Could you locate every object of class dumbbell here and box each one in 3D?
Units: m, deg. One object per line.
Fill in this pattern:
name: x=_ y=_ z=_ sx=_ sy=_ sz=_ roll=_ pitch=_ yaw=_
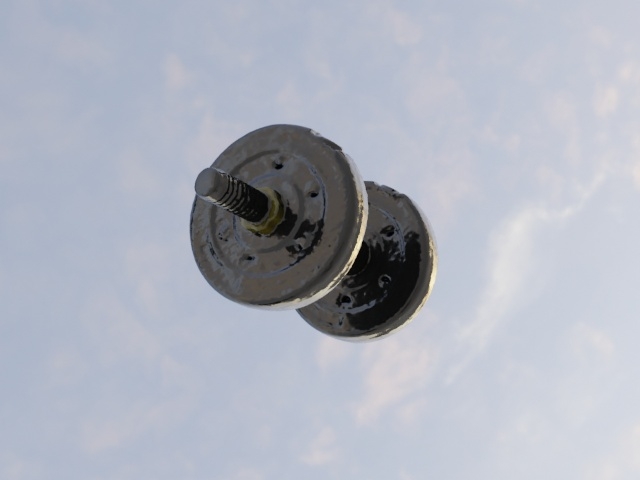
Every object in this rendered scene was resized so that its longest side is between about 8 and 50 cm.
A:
dumbbell: x=0.000 y=0.000 z=0.807 sx=0.143 sy=0.143 sz=0.325 roll=-58 pitch=-32 yaw=2
